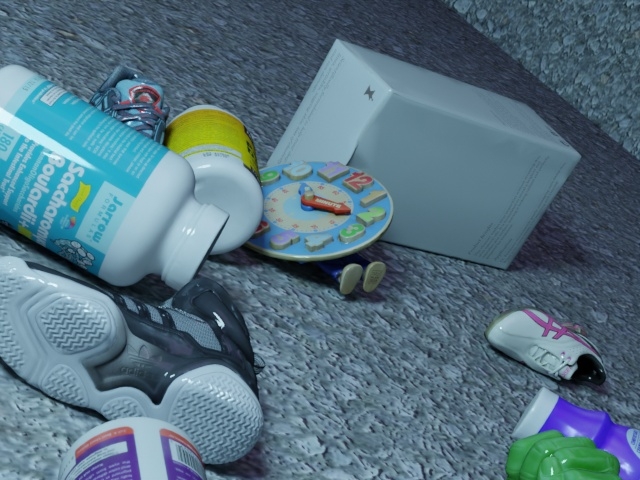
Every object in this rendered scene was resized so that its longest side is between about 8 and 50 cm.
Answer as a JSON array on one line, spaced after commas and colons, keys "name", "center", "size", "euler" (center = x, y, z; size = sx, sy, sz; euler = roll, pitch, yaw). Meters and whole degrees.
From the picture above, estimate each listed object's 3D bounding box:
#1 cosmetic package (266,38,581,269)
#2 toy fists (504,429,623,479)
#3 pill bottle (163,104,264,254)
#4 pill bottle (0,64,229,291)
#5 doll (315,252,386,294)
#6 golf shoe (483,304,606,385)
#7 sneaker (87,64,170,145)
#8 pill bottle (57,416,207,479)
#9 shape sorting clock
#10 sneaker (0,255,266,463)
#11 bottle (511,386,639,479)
[{"name": "cosmetic package", "center": [0.146, -0.111, 1.865], "size": [0.385, 0.217, 0.156], "euler": [16, 26, -38]}, {"name": "toy fists", "center": [0.225, 0.276, 1.187], "size": [0.096, 0.142, 0.279], "euler": [22, 22, -19]}, {"name": "pill bottle", "center": [-0.130, -0.080, 1.558], "size": [0.117, 0.117, 0.215], "euler": [23, 22, -18]}, {"name": "pill bottle", "center": [-0.225, -0.051, 1.327], "size": [0.264, 0.146, 0.146], "euler": [29, 21, -1]}, {"name": "doll", "center": [0.000, 0.000, 1.649], "size": [0.129, 0.046, 0.189], "euler": [-4, 32, -40]}, {"name": "golf shoe", "center": [0.288, 0.134, 1.696], "size": [0.186, 0.067, 0.086], "euler": [16, 27, -34]}, {"name": "sneaker", "center": [-0.224, -0.123, 1.507], "size": [0.104, 0.125, 0.262], "euler": [20, 20, -24]}, {"name": "pill bottle", "center": [-0.120, 0.217, 0.913], "size": [0.108, 0.108, 0.193], "euler": [21, 23, -23]}, {"name": "shape sorting clock", "center": [-0.015, -0.041, 1.624], "size": [0.206, 0.040, 0.206], "euler": [2, 33, -1]}, {"name": "sneaker", "center": [-0.164, 0.079, 1.168], "size": [0.268, 0.101, 0.153], "euler": [32, 26, -11]}, {"name": "bottle", "center": [0.340, 0.260, 1.443], "size": [0.282, 0.092, 0.118], "euler": [33, 22, 8]}]
